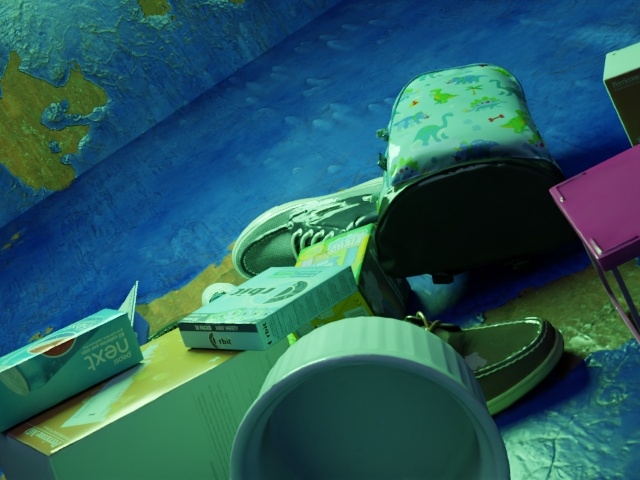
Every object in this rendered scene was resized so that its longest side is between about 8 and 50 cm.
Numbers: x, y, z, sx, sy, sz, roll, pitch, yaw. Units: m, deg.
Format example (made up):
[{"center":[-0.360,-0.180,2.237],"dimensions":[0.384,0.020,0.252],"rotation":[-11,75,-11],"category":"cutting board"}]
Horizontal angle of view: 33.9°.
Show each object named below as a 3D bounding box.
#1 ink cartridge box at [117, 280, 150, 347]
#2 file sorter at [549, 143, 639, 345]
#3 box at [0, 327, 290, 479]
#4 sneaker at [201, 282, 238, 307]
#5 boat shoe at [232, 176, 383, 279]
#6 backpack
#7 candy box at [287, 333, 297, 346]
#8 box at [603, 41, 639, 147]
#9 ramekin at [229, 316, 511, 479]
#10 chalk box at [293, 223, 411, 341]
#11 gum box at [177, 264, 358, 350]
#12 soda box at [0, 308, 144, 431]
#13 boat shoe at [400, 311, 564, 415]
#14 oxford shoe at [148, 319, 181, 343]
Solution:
[{"center":[-0.337,0.230,1.589],"dimensions":[0.332,0.065,0.165],"rotation":[-51,24,28],"category":"ink cartridge box"},{"center":[0.444,-0.016,1.164],"dimensions":[0.291,0.182,0.202],"rotation":[-27,23,9],"category":"file sorter"},{"center":[-0.212,0.247,1.354],"dimensions":[0.345,0.168,0.215],"rotation":[-26,17,-33],"category":"box"},{"center":[-0.159,0.110,1.781],"dimensions":[0.085,0.086,0.237],"rotation":[-37,22,-7],"category":"sneaker"},{"center":[0.000,0.000,1.739],"dimensions":[0.340,0.127,0.158],"rotation":[-24,19,13],"category":"boat shoe"},{"center":[0.221,-0.116,1.586],"dimensions":[0.290,0.273,0.355],"rotation":[-11,14,14],"category":"backpack"},{"center":[-0.067,0.149,1.599],"dimensions":[0.105,0.027,0.206],"rotation":[3,26,-2],"category":"candy box"},{"center":[0.491,-0.196,1.477],"dimensions":[0.130,0.170,0.091],"rotation":[-19,26,29],"category":"box"},{"center":[0.051,0.214,1.092],"dimensions":[0.277,0.277,0.135],"rotation":[-26,17,13],"category":"ramekin"},{"center":[0.043,0.073,1.546],"dimensions":[0.132,0.132,0.213],"rotation":[-21,24,23],"category":"chalk box"},{"center":[-0.068,0.086,1.376],"dimensions":[0.157,0.041,0.184],"rotation":[-3,19,44],"category":"gum box"},{"center":[-0.336,0.161,1.332],"dimensions":[0.210,0.071,0.067],"rotation":[-26,16,-35],"category":"soda box"},{"center":[0.123,0.155,1.292],"dimensions":[0.342,0.123,0.123],"rotation":[-21,26,24],"category":"boat shoe"},{"center":[-0.304,0.213,1.758],"dimensions":[0.227,0.083,0.096],"rotation":[-44,24,-26],"category":"oxford shoe"}]
